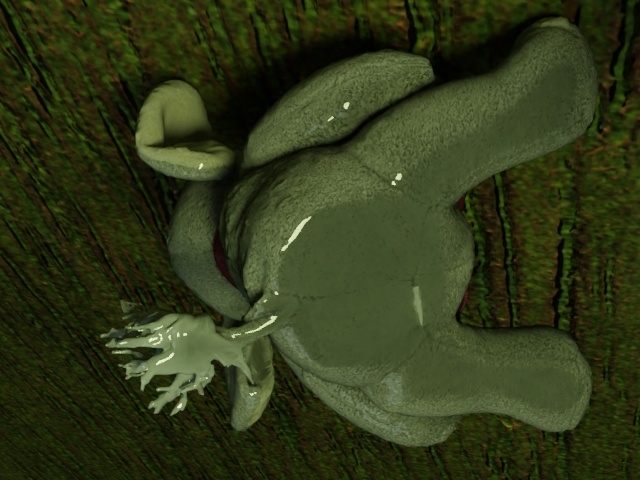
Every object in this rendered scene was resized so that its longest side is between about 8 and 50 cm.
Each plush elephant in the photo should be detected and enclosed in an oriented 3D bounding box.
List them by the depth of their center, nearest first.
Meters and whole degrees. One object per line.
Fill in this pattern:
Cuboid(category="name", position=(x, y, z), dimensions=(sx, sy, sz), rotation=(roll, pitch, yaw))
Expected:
Cuboid(category="plush elephant", position=(0.000, 0.000, 0.822), dimensions=(0.330, 0.255, 0.272), rotation=(-15, 111, -14))
